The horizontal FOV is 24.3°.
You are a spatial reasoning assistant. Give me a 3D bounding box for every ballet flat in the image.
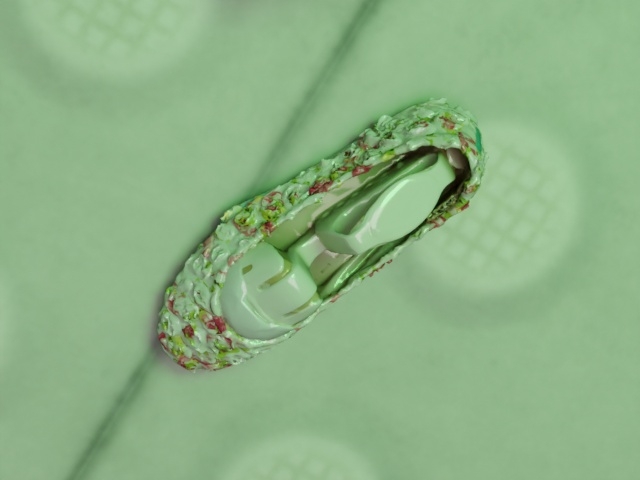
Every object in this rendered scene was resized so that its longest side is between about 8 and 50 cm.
[{"bbox_3d":[0.000,0.000,0.897,0.241,0.077,0.091,-40,110,3],"label":"ballet flat"}]
